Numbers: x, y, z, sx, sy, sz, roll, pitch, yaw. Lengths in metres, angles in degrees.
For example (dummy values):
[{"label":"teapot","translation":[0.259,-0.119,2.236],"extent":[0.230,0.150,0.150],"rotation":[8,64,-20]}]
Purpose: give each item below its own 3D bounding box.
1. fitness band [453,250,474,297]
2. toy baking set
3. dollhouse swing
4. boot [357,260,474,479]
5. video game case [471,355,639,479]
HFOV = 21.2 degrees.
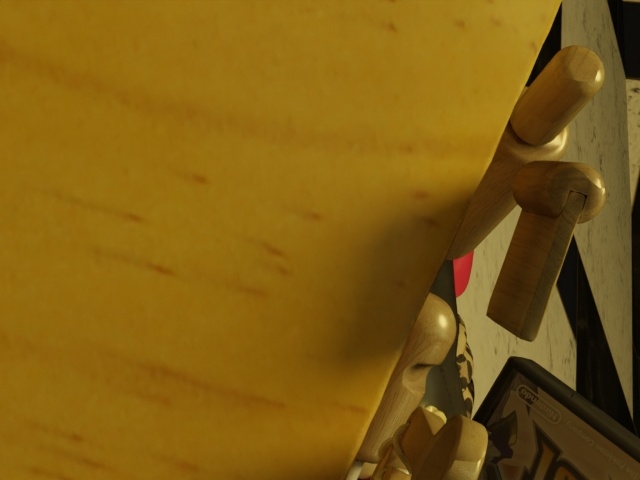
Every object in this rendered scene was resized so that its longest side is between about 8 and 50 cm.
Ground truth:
[{"label":"fitness band","translation":[0.088,-0.090,1.415],"extent":[0.209,0.054,0.290],"rotation":[65,27,-54]},{"label":"toy baking set","translation":[0.019,0.050,0.555],"extent":[0.196,0.030,0.256],"rotation":[-65,-175,-23]},{"label":"dollhouse swing","translation":[-0.081,-0.081,0.568],"extent":[0.315,0.305,0.346],"rotation":[24,90,-26]},{"label":"boot","translation":[0.000,0.000,0.968],"extent":[0.377,0.138,0.284],"rotation":[-58,140,-71]},{"label":"video game case","translation":[0.151,0.244,0.996],"extent":[0.035,0.275,0.248],"rotation":[14,109,-53]}]
